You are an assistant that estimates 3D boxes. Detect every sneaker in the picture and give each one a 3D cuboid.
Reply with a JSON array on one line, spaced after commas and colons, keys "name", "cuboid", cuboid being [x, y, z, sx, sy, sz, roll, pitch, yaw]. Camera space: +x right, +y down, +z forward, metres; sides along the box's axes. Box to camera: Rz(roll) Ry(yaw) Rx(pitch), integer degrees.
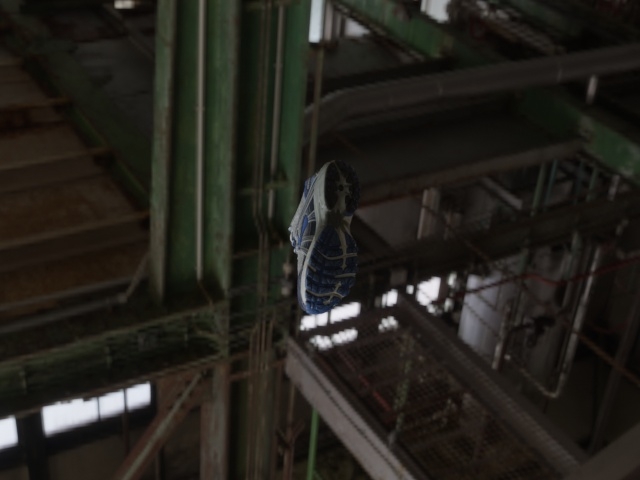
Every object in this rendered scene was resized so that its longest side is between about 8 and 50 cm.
[{"name": "sneaker", "cuboid": [0.000, 0.000, 0.857, 0.052, 0.135, 0.058, 21, 161, -32]}]
